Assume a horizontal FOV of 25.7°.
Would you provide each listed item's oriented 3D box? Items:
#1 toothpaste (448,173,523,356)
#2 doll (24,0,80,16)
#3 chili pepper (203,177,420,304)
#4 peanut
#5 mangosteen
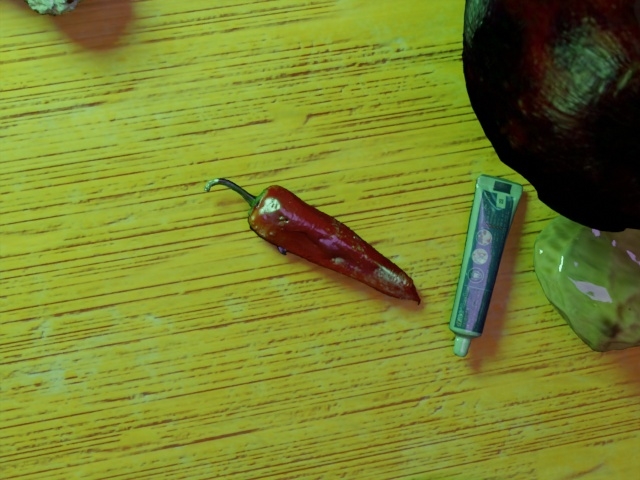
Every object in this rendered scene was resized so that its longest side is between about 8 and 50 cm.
[{"bbox_3d":[0.171,0.029,1.500,0.057,0.035,0.197,13,91,-20],"label":"toothpaste"},{"bbox_3d":[-0.308,-0.294,1.340,0.221,0.105,0.115,21,55,-12],"label":"doll"},{"bbox_3d":[0.000,0.000,1.458,0.268,0.050,0.059,31,74,-13],"label":"chili pepper"},{"bbox_3d":[0.330,0.005,1.488,0.197,0.110,0.233,31,90,-14],"label":"peanut"},{"bbox_3d":[0.313,-0.190,1.322,0.381,0.421,0.381,-1,104,-2],"label":"mangosteen"}]
